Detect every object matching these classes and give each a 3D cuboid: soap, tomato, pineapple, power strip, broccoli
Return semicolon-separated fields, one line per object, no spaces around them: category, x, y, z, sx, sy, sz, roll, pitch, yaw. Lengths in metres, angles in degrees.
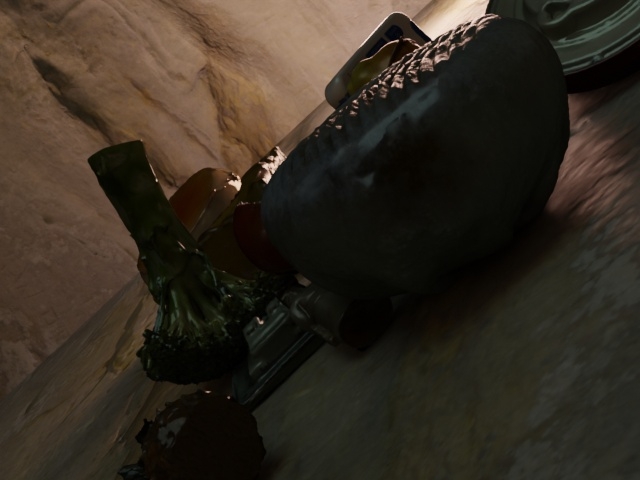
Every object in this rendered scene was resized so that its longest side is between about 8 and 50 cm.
soap;-0.055;-0.075;2.063;0.304;0.169;0.339;-33;17;49
tomato;0.000;0.000;1.520;0.237;0.236;0.095;176;98;-75
pineapple;-0.151;0.238;1.312;0.128;0.128;0.248;-49;7;-27
power strip;-0.055;0.116;1.575;0.198;0.064;0.213;-46;11;2
broccoli;-0.199;0.027;1.713;0.221;0.361;0.252;-28;24;-17

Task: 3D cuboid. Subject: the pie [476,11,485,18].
pie;0.291;-0.326;1.986;0.339;0.083;0.339;-45;9;9

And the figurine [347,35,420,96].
figurine;0.103;-0.205;1.917;0.131;0.156;0.246;-34;-41;-69

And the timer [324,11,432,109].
timer;0.127;-0.270;2.115;0.253;0.178;0.078;-51;7;-39

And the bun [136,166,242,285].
bun;-0.234;-0.005;2.500;0.299;0.164;0.299;-42;27;27

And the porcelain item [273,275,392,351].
porcelain item;0.006;0.079;1.410;0.084;0.054;0.213;-41;19;-16

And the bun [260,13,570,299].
bun;0.112;-0.076;1.260;0.362;0.211;0.362;-40;7;6

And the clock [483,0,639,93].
clock;0.327;-0.312;1.440;0.318;0.080;0.319;-27;40;26
